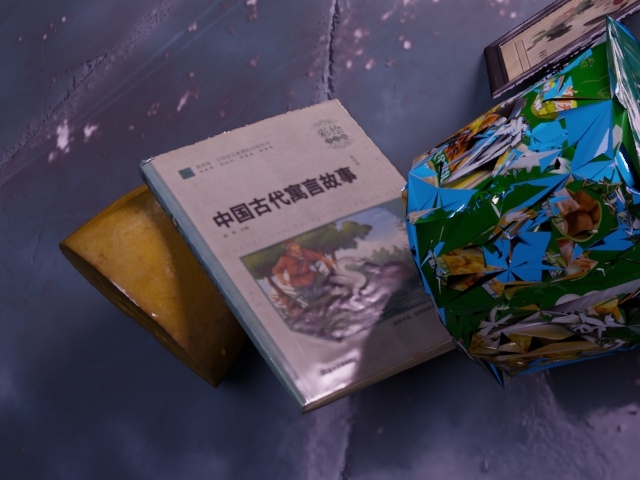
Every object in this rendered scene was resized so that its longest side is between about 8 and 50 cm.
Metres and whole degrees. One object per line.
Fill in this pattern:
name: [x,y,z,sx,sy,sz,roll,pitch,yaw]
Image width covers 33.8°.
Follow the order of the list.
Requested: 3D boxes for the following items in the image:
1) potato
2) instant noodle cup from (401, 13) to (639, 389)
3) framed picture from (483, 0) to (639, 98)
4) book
potato: [-0.120,0.016,0.961,0.158,0.178,0.203,-46,33,-10]
instant noodle cup: [0.179,-0.013,0.755,0.178,0.240,0.240,-23,63,29]
framed picture: [0.215,-0.185,0.834,0.199,0.195,0.010,-32,103,17]
book: [0.000,0.000,0.887,0.214,0.025,0.283,-21,56,-28]
